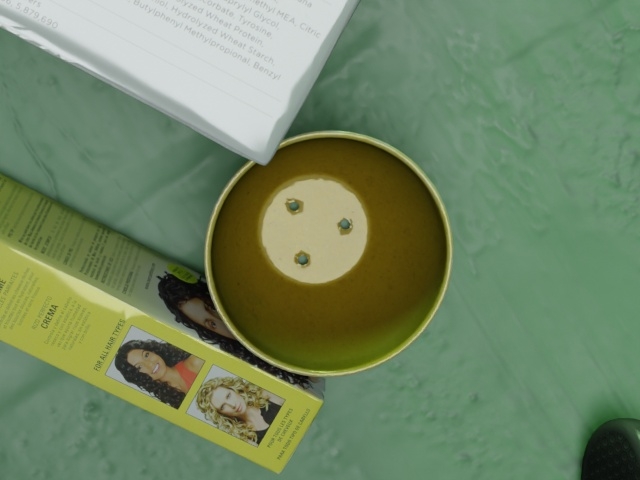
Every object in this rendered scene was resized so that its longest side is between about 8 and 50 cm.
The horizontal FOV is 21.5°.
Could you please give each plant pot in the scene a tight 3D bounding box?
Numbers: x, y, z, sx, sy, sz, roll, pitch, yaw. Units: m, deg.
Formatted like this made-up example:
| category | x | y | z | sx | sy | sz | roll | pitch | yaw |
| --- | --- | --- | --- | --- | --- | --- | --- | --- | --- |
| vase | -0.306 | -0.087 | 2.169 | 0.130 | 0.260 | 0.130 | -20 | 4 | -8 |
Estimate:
| category | x | y | z | sx | sy | sz | roll | pitch | yaw |
| --- | --- | --- | --- | --- | --- | --- | --- | --- | --- |
| plant pot | 0.000 | 0.000 | 0.945 | 0.134 | 0.095 | 0.134 | -1 | 100 | -6 |

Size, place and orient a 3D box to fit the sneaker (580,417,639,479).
| category | x | y | z | sx | sy | sz | roll | pitch | yaw |
| --- | --- | --- | --- | --- | --- | --- | --- | --- | --- |
| sneaker | 0.261 | 0.221 | 1.020 | 0.145 | 0.090 | 0.270 | -16 | 85 | -26 |

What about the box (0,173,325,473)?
| category | x | y | z | sx | sy | sz | roll | pitch | yaw |
| --- | --- | --- | --- | --- | --- | --- | --- | --- | --- |
| box | -0.110 | 0.042 | 0.944 | 0.232 | 0.087 | 0.058 | 26 | 110 | -10 |

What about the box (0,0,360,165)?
| category | x | y | z | sx | sy | sz | roll | pitch | yaw |
| --- | --- | --- | --- | --- | --- | --- | --- | --- | --- |
| box | -0.082 | -0.139 | 0.870 | 0.182 | 0.181 | 0.119 | 28 | 96 | -9 |
